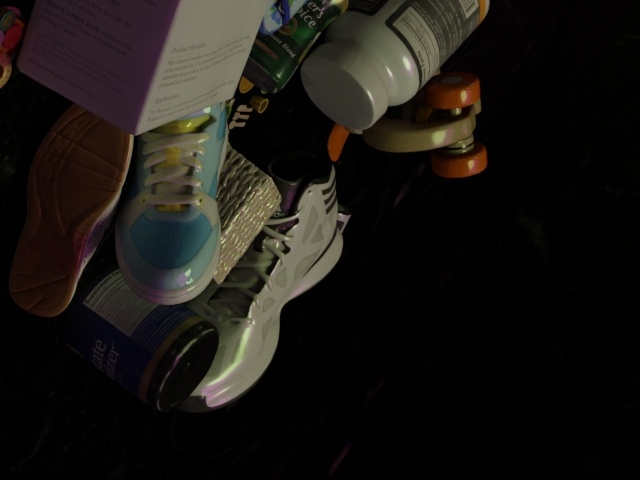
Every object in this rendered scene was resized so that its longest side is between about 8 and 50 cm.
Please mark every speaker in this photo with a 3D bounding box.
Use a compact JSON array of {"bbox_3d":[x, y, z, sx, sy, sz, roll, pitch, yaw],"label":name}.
[{"bbox_3d":[0.000,0.000,2.460,0.136,0.055,0.055,-63,161,19],"label":"speaker"}]

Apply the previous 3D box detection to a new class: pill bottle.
[{"bbox_3d":[0.106,-0.295,2.064,0.278,0.162,0.162,-48,160,-26],"label":"pill bottle"},{"bbox_3d":[-0.239,0.098,1.726,0.123,0.219,0.123,-49,160,-25],"label":"pill bottle"}]

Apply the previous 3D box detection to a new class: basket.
[{"bbox_3d":[-0.140,-0.038,1.945,0.167,0.103,0.113,-55,163,-9],"label":"basket"}]

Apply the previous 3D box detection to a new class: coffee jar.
[{"bbox_3d":[-0.036,-0.281,1.813,0.184,0.096,0.079,-53,-177,-16],"label":"coffee jar"}]

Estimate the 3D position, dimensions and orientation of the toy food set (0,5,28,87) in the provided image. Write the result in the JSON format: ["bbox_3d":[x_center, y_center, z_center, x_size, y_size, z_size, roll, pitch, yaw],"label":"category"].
[{"bbox_3d":[-0.311,-0.186,1.380,0.083,0.020,0.082,-56,162,-2],"label":"toy food set"}]

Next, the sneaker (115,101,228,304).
[{"bbox_3d":[-0.169,-0.100,1.612,0.208,0.127,0.319,92,-2,-48],"label":"sneaker"}]

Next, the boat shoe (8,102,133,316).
[{"bbox_3d":[-0.275,-0.050,1.610,0.096,0.098,0.277,-69,-175,-66],"label":"boat shoe"}]

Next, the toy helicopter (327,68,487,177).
[{"bbox_3d":[0.130,-0.212,2.231,0.355,0.235,0.140,-82,165,-65],"label":"toy helicopter"}]

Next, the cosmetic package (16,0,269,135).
[{"bbox_3d":[-0.129,-0.316,1.396,0.217,0.156,0.385,-31,147,-62],"label":"cosmetic package"}]

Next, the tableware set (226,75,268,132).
[{"bbox_3d":[-0.105,-0.189,1.912,0.104,0.024,0.154,-62,161,14],"label":"tableware set"}]

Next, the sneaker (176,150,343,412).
[{"bbox_3d":[-0.113,0.026,2.101,0.447,0.169,0.257,-53,155,-38],"label":"sneaker"}]

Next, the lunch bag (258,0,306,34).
[{"bbox_3d":[-0.050,-0.355,1.677,0.176,0.090,0.219,-47,159,-21],"label":"lunch bag"}]
